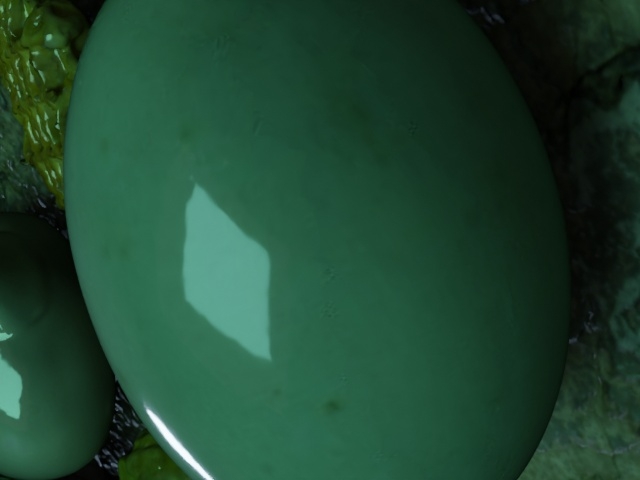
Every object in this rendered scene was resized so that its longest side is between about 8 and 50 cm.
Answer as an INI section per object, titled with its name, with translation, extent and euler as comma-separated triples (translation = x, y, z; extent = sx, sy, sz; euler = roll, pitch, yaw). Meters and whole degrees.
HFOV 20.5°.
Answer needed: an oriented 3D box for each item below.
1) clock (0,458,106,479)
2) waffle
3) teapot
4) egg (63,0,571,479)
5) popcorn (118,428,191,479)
[clock]
translation = -0.212, 0.230, 1.408
extent = 0.196, 0.194, 0.100
euler = 15, 92, 26
[waffle]
translation = -0.167, -0.068, 1.211
extent = 0.253, 0.056, 0.249
euler = 47, 154, 46
[teapot]
translation = -0.271, 0.063, 1.375
extent = 0.318, 0.149, 0.220
euler = 29, 127, 58
[egg]
translation = 0.000, 0.000, 1.011
extent = 0.276, 0.276, 0.388
euler = -1, 118, 40
[popcorn]
translation = -0.061, 0.196, 1.301
extent = 0.174, 0.142, 0.173
euler = 4, 105, 15
